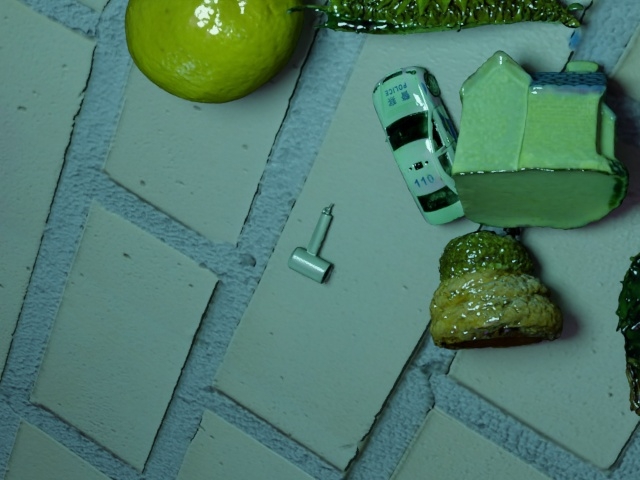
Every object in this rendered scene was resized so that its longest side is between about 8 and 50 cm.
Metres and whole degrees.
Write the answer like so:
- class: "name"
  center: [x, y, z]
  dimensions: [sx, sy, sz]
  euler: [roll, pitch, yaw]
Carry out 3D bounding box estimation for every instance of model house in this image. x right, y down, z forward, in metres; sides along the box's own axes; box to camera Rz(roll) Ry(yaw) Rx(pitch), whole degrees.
- class: "model house"
  center: [0.285, -0.133, 1.361]
  dimensions: [0.214, 0.195, 0.189]
  euler: [-1, 71, 18]

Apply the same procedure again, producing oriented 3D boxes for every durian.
- class: "durian"
  center: [0.147, -0.315, 1.365]
  dimensions: [0.375, 0.132, 0.106]
  euler: [3, 103, 8]

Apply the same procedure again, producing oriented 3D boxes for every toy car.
- class: "toy car"
  center: [0.142, -0.129, 1.473]
  dimensions: [0.090, 0.076, 0.224]
  euler: [-21, 98, 32]

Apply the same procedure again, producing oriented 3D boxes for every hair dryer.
- class: "hair dryer"
  center: [0.000, 0.000, 1.616]
  dimensions: [0.063, 0.038, 0.124]
  euler: [27, 110, 13]

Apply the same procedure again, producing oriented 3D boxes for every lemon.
- class: "lemon"
  center: [-0.146, -0.303, 1.459]
  dimensions: [0.263, 0.236, 0.236]
  euler: [27, 121, 45]

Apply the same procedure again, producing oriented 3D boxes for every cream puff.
- class: "cream puff"
  center: [0.237, 0.059, 1.462]
  dimensions: [0.183, 0.183, 0.169]
  euler: [-10, 75, 28]

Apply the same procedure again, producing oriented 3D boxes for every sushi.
- class: "sushi"
  center: [0.447, 0.082, 1.361]
  dimensions: [0.149, 0.140, 0.287]
  euler: [36, 119, 3]
